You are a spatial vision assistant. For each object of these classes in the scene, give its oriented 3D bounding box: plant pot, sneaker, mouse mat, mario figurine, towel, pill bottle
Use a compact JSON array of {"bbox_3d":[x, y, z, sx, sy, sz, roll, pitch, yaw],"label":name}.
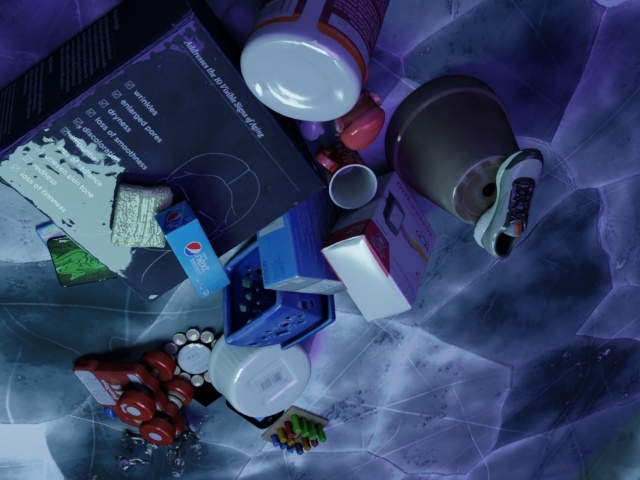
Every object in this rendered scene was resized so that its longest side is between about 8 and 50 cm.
[{"bbox_3d":[-0.097,0.139,1.903,0.212,0.235,0.236,22,137,-36],"label":"plant pot"},{"bbox_3d":[0.432,-0.078,1.660,0.100,0.108,0.271,3,123,-19],"label":"sneaker"},{"bbox_3d":[-0.554,0.042,1.829,0.190,0.007,0.152,-10,128,-9],"label":"mouse mat"},{"bbox_3d":[0.028,-0.347,1.671,0.198,0.170,0.320,-17,115,22],"label":"mario figurine"},{"bbox_3d":[-0.350,-0.046,1.462,0.110,0.027,0.148,2,127,-20],"label":"towel"},{"bbox_3d":[0.349,-0.192,1.797,0.324,0.280,0.323,-9,127,-12],"label":"plant pot"},{"bbox_3d":[0.010,-0.438,1.409,0.224,0.392,0.224,13,150,8],"label":"pill bottle"}]

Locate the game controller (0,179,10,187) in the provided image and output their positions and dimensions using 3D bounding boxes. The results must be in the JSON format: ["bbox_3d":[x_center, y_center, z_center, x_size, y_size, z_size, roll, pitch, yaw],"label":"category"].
[{"bbox_3d":[-0.659,-0.165,1.556,0.319,0.166,0.067,33,112,-34],"label":"game controller"}]

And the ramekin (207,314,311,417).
[{"bbox_3d":[-0.161,0.357,2.088,0.277,0.135,0.277,-15,121,-25],"label":"ramekin"}]

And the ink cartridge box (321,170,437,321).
[{"bbox_3d":[0.148,0.008,1.798,0.131,0.306,0.226,-22,114,34],"label":"ink cartridge box"}]

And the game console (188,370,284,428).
[{"bbox_3d":[-0.230,0.451,2.238,0.213,0.044,0.361,-36,128,10],"label":"game console"}]

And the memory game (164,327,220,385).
[{"bbox_3d":[-0.349,0.327,2.096,0.186,0.012,0.186,-2,112,-5],"label":"memory game"}]

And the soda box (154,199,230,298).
[{"bbox_3d":[-0.254,0.021,1.502,0.071,0.067,0.210,-30,140,-9],"label":"soda box"}]

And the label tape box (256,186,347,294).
[{"bbox_3d":[0.000,0.000,1.819,0.115,0.249,0.348,-22,160,34],"label":"label tape box"}]

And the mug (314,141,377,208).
[{"bbox_3d":[0.057,-0.177,1.777,0.113,0.169,0.150,-21,120,2],"label":"mug"}]

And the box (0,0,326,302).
[{"bbox_3d":[-0.327,-0.204,1.551,0.472,0.297,0.480,-32,130,9],"label":"box"}]

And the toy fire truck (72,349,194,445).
[{"bbox_3d":[-0.512,0.431,2.065,0.254,0.169,0.302,0,135,23],"label":"toy fire truck"}]

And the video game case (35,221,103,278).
[{"bbox_3d":[-0.591,0.012,1.809,0.119,0.015,0.166,-21,129,-2],"label":"video game case"}]

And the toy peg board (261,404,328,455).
[{"bbox_3d":[-0.074,0.628,2.400,0.161,0.079,0.160,30,112,-33],"label":"toy peg board"}]

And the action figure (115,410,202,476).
[{"bbox_3d":[-0.452,0.601,2.202,0.276,0.164,0.141,-15,144,14],"label":"action figure"}]
